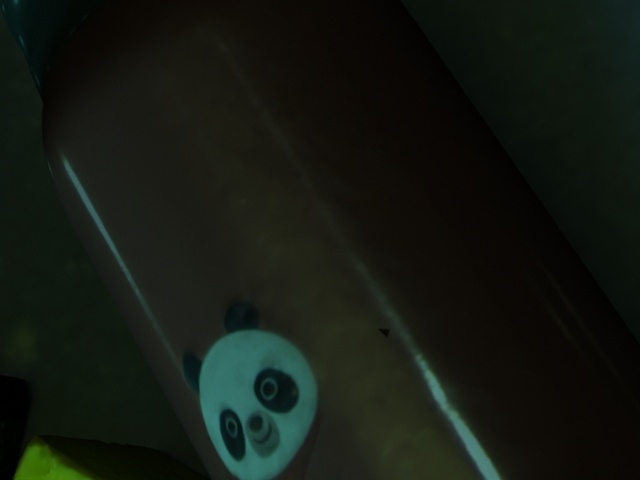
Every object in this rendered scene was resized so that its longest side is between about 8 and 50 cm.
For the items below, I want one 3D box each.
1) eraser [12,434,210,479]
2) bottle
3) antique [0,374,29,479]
[{"bbox_3d":[-0.085,0.133,0.683,0.045,0.097,0.122,25,92,22],"label":"eraser"},{"bbox_3d":[0.000,0.000,0.647,0.144,0.144,0.336,-36,70,12],"label":"bottle"},{"bbox_3d":[-0.230,0.071,0.759,0.221,0.080,0.081,9,83,23],"label":"antique"}]
